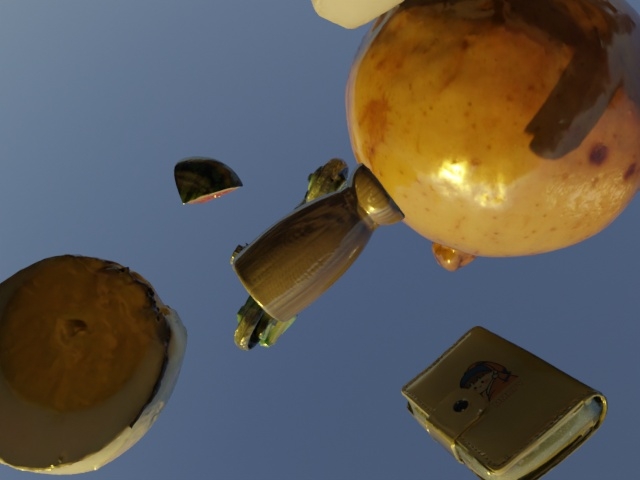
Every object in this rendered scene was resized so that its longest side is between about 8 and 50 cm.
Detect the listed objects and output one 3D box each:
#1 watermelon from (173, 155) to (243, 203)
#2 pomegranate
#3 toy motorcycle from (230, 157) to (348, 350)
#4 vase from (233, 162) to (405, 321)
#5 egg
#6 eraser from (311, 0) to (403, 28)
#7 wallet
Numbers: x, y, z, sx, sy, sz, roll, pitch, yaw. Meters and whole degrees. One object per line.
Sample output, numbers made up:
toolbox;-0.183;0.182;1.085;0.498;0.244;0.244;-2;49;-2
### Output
watermelon;-0.232;-0.115;1.410;0.125;0.094;0.135;-24;-128;-20
pomegranate;0.209;-0.135;0.892;0.410;0.410;0.410;-17;-126;25
toy motorcycle;-0.035;0.022;1.028;0.109;0.198;0.297;30;-88;13
vase;0.000;0.000;0.437;0.100;0.053;0.053;-39;-133;5
egg;-0.341;0.194;1.054;0.336;0.201;0.337;-7;-119;12
eraser;0.033;-0.334;0.585;0.174;0.094;0.270;-33;-119;35
wallet;0.142;0.135;0.590;0.110;0.039;0.155;-36;-158;-10
